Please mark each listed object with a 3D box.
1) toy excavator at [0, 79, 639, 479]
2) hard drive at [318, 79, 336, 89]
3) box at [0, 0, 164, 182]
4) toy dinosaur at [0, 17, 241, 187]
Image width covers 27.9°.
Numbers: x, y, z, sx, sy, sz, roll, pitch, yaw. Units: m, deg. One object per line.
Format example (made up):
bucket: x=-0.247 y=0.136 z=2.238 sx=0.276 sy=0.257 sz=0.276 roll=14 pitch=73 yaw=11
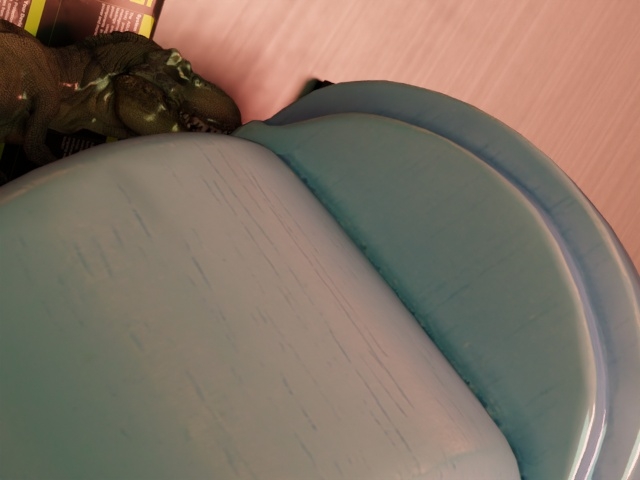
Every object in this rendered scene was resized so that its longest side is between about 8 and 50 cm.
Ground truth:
toy excavator: x=-0.111 y=0.104 z=0.380 sx=0.433 sy=0.222 sz=0.445 roll=-42 pitch=154 yaw=10
hard drive: x=0.000 y=0.000 z=0.649 sx=0.094 sy=0.022 sz=0.135 roll=33 pitch=88 yaw=-43
box: x=-0.148 y=-0.089 z=0.475 sx=0.184 sy=0.045 sz=0.191 roll=9 pitch=103 yaw=-43
toy dinosaur: x=-0.155 y=-0.031 z=0.426 sx=0.268 sy=0.064 sz=0.118 roll=7 pitch=96 yaw=-39
